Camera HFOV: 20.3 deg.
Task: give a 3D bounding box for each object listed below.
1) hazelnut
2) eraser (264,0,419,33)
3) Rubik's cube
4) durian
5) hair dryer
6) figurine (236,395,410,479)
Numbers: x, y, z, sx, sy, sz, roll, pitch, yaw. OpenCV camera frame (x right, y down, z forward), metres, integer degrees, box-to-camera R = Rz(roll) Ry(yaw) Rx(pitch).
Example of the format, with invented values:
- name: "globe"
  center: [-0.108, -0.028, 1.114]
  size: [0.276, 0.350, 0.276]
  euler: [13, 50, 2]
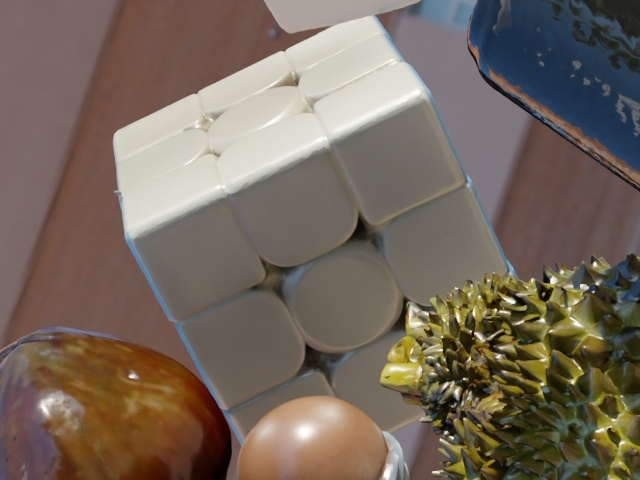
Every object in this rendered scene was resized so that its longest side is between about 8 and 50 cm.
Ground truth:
- name: "hazelnut"
  center: [-0.182, 0.169, 1.417]
  size: [0.251, 0.217, 0.217]
  euler: [-100, 20, -66]
- name: "eraser"
  center: [0.011, -0.245, 0.919]
  size: [0.078, 0.076, 0.298]
  euler: [56, -151, -45]
- name: "Rubik's cube"
  center: [0.000, 0.000, 1.662]
  size: [0.290, 0.291, 0.291]
  euler: [63, 180, -23]
- name: "durian"
  center: [0.195, 0.123, 1.237]
  size: [0.258, 0.293, 0.258]
  euler: [-10, -75, -43]
- name: "hair dryer"
  center: [0.144, -0.067, 0.593]
  size: [0.248, 0.114, 0.070]
  euler: [-22, -34, -60]
- name: "figurine"
  center: [0.049, 0.340, 1.411]
  size: [0.388, 0.248, 0.276]
  euler: [-104, 30, -45]
